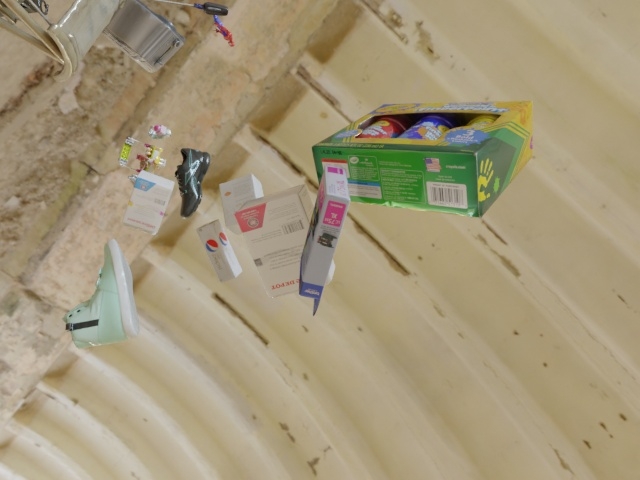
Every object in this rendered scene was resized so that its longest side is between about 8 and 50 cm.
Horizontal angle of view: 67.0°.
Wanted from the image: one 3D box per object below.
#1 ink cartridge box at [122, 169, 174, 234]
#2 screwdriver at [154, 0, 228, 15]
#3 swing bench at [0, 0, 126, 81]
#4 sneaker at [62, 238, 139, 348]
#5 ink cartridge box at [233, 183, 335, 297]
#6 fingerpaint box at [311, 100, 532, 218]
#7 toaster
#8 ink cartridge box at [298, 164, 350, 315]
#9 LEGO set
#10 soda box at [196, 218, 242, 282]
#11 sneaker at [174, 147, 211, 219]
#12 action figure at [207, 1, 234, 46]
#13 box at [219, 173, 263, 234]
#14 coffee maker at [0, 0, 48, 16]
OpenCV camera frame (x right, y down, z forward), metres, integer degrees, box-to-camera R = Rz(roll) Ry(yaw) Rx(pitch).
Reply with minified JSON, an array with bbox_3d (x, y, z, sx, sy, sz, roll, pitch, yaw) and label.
[{"bbox_3d":[-0.451,-0.095,1.265,0.143,0.092,0.090,-65,-160,14],"label":"ink cartridge box"},{"bbox_3d":[-0.271,-0.483,0.985,0.025,0.169,0.024,-62,-141,41],"label":"screwdriver"},{"bbox_3d":[-0.512,-0.493,0.918,0.165,0.254,0.253,-5,-124,44],"label":"swing bench"},{"bbox_3d":[-0.498,0.114,1.068,0.094,0.151,0.256,92,-20,-56],"label":"sneaker"},{"bbox_3d":[-0.100,0.004,1.429,0.207,0.283,0.117,-16,-163,15],"label":"ink cartridge box"},{"bbox_3d":[0.267,-0.234,1.256,0.444,0.163,0.371,11,-144,38],"label":"fingerpaint box"},{"bbox_3d":[-0.512,-0.591,1.375,0.146,0.227,0.129,-50,174,1],"label":"toaster"},{"bbox_3d":[0.000,0.000,1.138,0.186,0.065,0.311,-90,-168,-62],"label":"ink cartridge box"},{"bbox_3d":[-0.520,-0.201,1.407,0.132,0.107,0.287,-14,-113,38],"label":"LEGO set"},{"bbox_3d":[-0.365,0.038,1.752,0.069,0.216,0.074,-20,-169,17],"label":"soda box"},{"bbox_3d":[-0.470,-0.203,1.709,0.101,0.106,0.268,-20,-123,50],"label":"sneaker"},{"bbox_3d":[-0.246,-0.522,1.180,0.030,0.115,0.038,-38,-177,-11],"label":"action figure"},{"bbox_3d":[-0.266,-0.126,1.689,0.130,0.171,0.091,-16,160,11],"label":"box"},{"bbox_3d":[-0.956,-0.725,1.457,0.171,0.178,0.120,82,1,-68],"label":"coffee maker"}]
